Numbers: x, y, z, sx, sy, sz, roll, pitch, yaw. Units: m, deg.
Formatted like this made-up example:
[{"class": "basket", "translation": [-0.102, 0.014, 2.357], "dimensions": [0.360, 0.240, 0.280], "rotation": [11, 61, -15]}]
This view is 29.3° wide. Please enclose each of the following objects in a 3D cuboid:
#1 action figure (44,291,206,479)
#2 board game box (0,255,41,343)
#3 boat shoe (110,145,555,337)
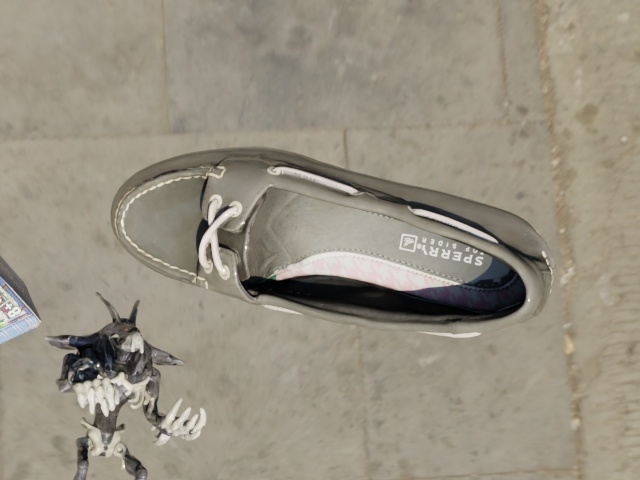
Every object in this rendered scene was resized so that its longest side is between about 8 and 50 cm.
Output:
[{"class": "action figure", "translation": [-0.203, 0.182, 1.259], "dimensions": [0.164, 0.141, 0.276], "rotation": [15, 70, -34]}, {"class": "board game box", "translation": [-0.278, 0.024, 0.606], "dimensions": [0.194, 0.060, 0.194], "rotation": [-38, 121, -5]}, {"class": "boat shoe", "translation": [0.000, 0.000, 0.874], "dimensions": [0.335, 0.095, 0.112], "rotation": [9, 102, 9]}]
